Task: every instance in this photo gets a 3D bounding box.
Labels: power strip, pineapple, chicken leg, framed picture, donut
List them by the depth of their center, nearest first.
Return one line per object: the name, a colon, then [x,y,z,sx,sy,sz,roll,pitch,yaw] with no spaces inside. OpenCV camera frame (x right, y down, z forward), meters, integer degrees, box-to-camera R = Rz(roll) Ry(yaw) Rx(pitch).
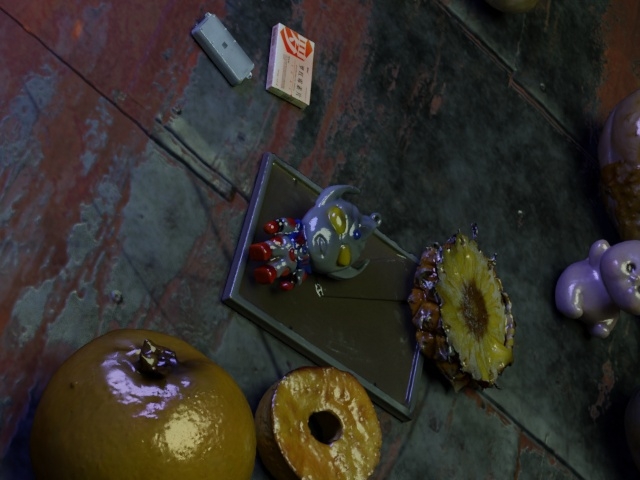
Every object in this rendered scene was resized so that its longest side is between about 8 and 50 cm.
donut: [-0.006,0.207,1.646,0.152,0.058,0.152,20,59,-36]
power strip: [-0.112,-0.221,1.766,0.090,0.016,0.040,51,44,-15]
framed picture: [0.021,0.054,1.772,0.289,0.016,0.213,35,50,-28]
pineapple: [0.177,0.084,1.877,0.221,0.047,0.221,25,58,-48]
chicken leg: [0.528,-0.011,2.210,0.295,0.182,0.410,15,65,-58]

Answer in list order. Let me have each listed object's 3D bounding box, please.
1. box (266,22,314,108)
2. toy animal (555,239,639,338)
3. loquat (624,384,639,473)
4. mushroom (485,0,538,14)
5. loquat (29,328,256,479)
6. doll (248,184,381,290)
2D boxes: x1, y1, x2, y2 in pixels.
box: [-0.036,-0.210,1.837,0.058,0.015,0.093,25,57,-33]
toy animal: [0.419,0.044,2.028,0.124,0.212,0.124,29,47,-35]
loquat: [0.501,0.267,2.033,0.227,0.179,0.179,42,48,-20]
mushroom: [0.271,-0.392,2.149,0.148,0.112,0.148,17,62,-36]
loquat: [-0.163,0.181,1.404,0.208,0.208,0.208,20,59,-37]
doll: [0.000,-0.001,1.720,0.194,0.062,0.104,-21,85,-41]
